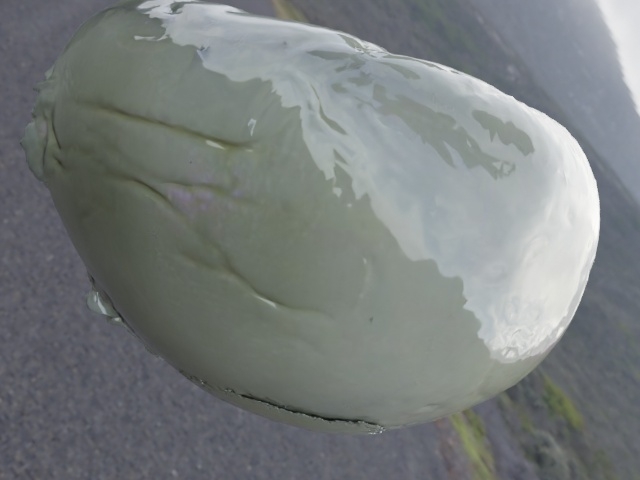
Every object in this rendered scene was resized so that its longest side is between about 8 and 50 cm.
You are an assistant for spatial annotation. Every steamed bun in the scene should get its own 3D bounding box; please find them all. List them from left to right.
[{"bbox_3d":[0.000,0.000,0.665,0.334,0.233,0.312,12,8,-44],"label":"steamed bun"}]
